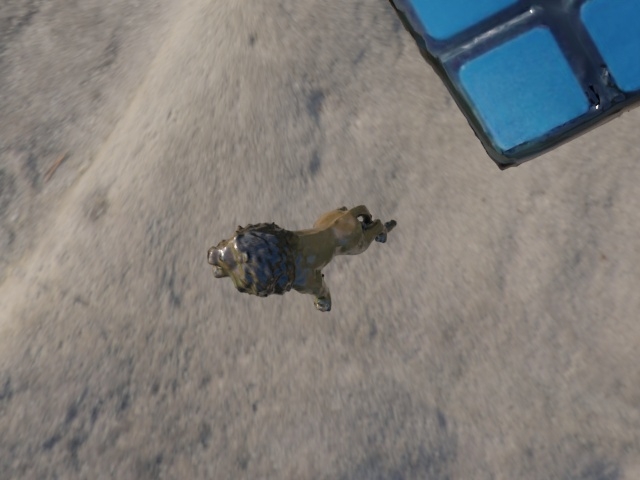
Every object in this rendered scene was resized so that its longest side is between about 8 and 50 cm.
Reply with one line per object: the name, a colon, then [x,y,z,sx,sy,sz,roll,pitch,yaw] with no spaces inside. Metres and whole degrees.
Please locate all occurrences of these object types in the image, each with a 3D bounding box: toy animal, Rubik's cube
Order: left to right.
toy animal: [-0.004,0.013,1.058,0.069,0.220,0.086,38,123,24]
Rubik's cube: [0.105,-0.152,0.526,0.161,0.163,0.162,-26,111,23]
